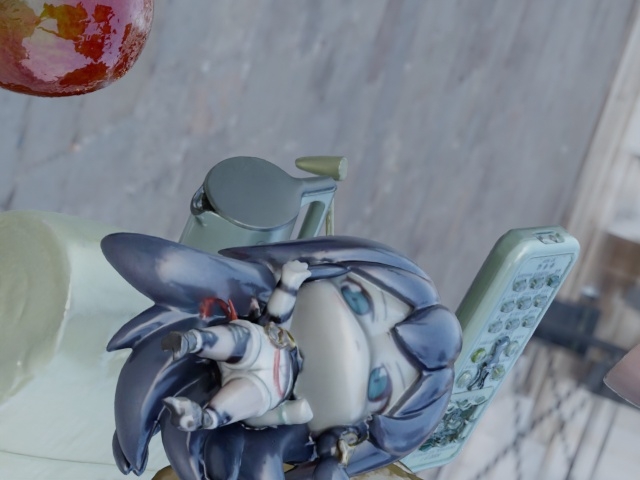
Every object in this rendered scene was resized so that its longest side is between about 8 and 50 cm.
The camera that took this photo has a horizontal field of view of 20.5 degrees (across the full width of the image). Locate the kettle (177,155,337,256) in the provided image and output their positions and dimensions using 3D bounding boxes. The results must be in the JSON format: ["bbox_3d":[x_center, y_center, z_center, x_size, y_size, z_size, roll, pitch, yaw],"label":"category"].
[{"bbox_3d":[-0.066,0.006,1.577,0.098,0.127,0.148,-82,-168,-45],"label":"kettle"}]

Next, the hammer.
[{"bbox_3d":[0.000,0.000,2.010,0.028,0.060,0.195,-28,119,-69],"label":"hammer"}]

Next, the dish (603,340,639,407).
[{"bbox_3d":[0.376,0.099,1.691,0.213,0.090,0.213,-39,168,-10],"label":"dish"}]

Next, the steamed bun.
[{"bbox_3d":[-0.314,0.146,1.991,0.371,0.290,0.456,21,128,-41],"label":"steamed bun"}]

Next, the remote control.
[{"bbox_3d":[0.172,0.123,1.996,0.128,0.065,0.335,-7,132,-50],"label":"remote control"}]

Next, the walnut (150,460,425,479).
[{"bbox_3d":[-0.016,0.299,1.621,0.285,0.296,0.285,21,60,-44],"label":"walnut"}]

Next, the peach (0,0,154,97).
[{"bbox_3d":[-0.217,-0.204,1.347,0.192,0.190,0.190,39,71,-56],"label":"peach"}]

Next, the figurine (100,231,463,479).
[{"bbox_3d":[-0.030,0.080,1.145,0.265,0.197,0.175,6,97,-36],"label":"figurine"}]
